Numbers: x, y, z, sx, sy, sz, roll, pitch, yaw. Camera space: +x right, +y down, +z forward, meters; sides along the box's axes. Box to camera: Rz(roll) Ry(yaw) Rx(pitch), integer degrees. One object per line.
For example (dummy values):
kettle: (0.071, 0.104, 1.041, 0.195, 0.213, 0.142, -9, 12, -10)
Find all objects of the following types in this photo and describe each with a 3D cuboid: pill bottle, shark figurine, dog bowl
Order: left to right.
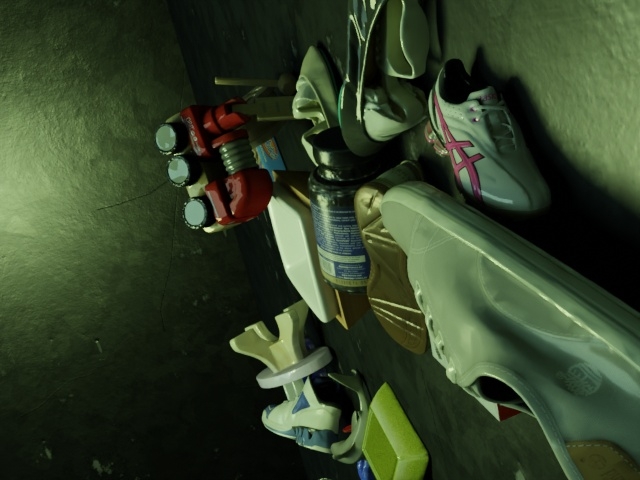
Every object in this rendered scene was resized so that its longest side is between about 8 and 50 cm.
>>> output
dog bowl: (-0.046, 0.418, 2.192, 0.265, 0.104, 0.265, 162, 90, -78)
shark figurine: (0.067, 0.430, 1.656, 0.166, 0.116, 0.278, 38, 133, 41)
pill bottle: (0.048, -0.045, 1.046, 0.123, 0.123, 0.219, -127, 24, -56)

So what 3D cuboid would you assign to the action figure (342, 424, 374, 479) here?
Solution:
action figure: (0.083, 0.605, 1.838, 0.091, 0.139, 0.280, -140, 31, -70)

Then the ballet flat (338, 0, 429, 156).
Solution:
ballet flat: (0.072, -0.184, 0.827, 0.096, 0.095, 0.280, 48, 156, 35)

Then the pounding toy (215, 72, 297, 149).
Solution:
pounding toy: (-0.157, -0.262, 1.445, 0.155, 0.269, 0.154, 55, -161, -21)

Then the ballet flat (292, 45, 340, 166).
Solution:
ballet flat: (0.001, -0.187, 1.150, 0.086, 0.086, 0.248, 111, 140, -71)

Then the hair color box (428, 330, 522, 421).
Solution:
hair color box: (0.182, 0.125, 0.872, 0.167, 0.053, 0.093, -138, 31, -64)

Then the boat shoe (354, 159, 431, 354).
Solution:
boat shoe: (0.120, 0.032, 0.977, 0.104, 0.089, 0.285, 25, 141, 37)

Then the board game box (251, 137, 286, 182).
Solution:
board game box: (-0.132, -0.197, 1.805, 0.160, 0.047, 0.210, 115, 135, -73)

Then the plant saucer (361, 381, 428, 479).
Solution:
plant saucer: (0.131, 0.403, 1.428, 0.188, 0.045, 0.188, -121, 30, -47)

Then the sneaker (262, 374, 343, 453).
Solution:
sneaker: (-0.023, 0.439, 1.950, 0.315, 0.127, 0.182, -4, 66, 62)

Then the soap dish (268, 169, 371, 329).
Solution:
soap dish: (0.000, 0.000, 1.342, 0.291, 0.118, 0.229, -137, 31, -66)

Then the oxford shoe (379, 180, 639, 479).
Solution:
oxford shoe: (0.146, 0.061, 0.654, 0.169, 0.130, 0.449, 36, -174, -28)

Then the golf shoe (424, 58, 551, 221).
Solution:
golf shoe: (0.147, -0.092, 0.674, 0.086, 0.067, 0.186, 86, 162, -44)

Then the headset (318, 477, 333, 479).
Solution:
headset: (0.081, 0.572, 1.371, 0.243, 0.185, 0.394, 54, 164, -30)

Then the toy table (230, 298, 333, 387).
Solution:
toy table: (-0.098, 0.274, 1.953, 0.274, 0.252, 0.161, -26, 91, 43)

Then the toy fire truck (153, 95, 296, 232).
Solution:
toy fire truck: (-0.129, -0.154, 1.302, 0.158, 0.246, 0.217, -13, -99, -60)
